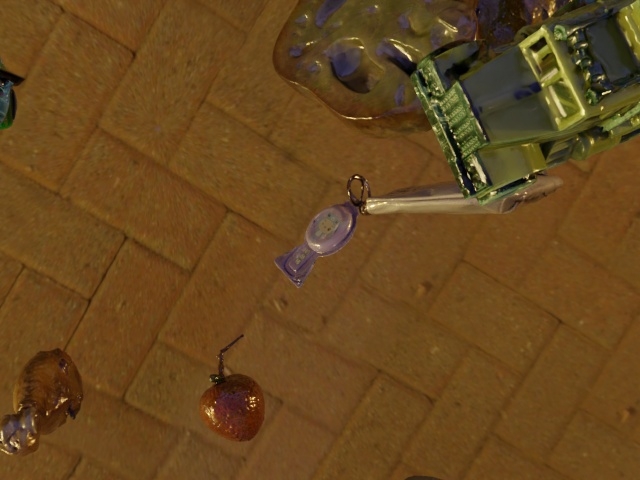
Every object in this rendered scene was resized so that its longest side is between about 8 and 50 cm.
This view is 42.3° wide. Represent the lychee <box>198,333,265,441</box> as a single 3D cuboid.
[{"bbox_3d":[-0.139,0.243,1.279,0.114,0.101,0.140,-19,61,-43],"label":"lychee"}]

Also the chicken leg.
[{"bbox_3d":[-0.372,0.216,1.081,0.087,0.251,0.107,-10,98,-5],"label":"chicken leg"}]

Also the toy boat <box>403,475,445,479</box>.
[{"bbox_3d":[0.144,0.347,1.033,0.062,0.096,0.299,-38,138,18],"label":"toy boat"}]

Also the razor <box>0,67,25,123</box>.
[{"bbox_3d":[-0.496,-0.126,1.180,0.042,0.082,0.253,26,93,25],"label":"razor"}]

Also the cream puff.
[{"bbox_3d":[0.343,-0.419,1.500,0.244,0.244,0.196,13,131,-12],"label":"cream puff"}]

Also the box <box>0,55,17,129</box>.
[{"bbox_3d":[-0.702,-0.277,1.525,0.250,0.180,0.103,-16,145,-26],"label":"box"}]

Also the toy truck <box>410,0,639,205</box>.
[{"bbox_3d":[0.201,-0.131,0.593,0.259,0.135,0.128,-22,85,-12],"label":"toy truck"}]

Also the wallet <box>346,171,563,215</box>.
[{"bbox_3d":[0.229,-0.081,1.334,0.275,0.335,0.068,2,98,33],"label":"wallet"}]

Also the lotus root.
[{"bbox_3d":[0.098,-0.350,1.382,0.375,0.111,0.390,-19,66,20],"label":"lotus root"}]

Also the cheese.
[{"bbox_3d":[0.000,0.000,1.584,0.191,0.105,0.042,-48,139,0],"label":"cheese"}]
